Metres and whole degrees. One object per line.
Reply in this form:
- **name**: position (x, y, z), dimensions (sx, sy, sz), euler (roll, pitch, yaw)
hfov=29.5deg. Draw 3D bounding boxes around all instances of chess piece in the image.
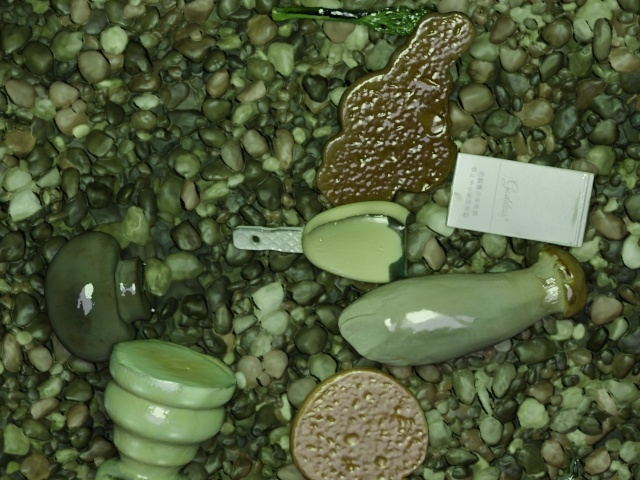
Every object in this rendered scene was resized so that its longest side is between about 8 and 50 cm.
- **chess piece**: position (-0.241, 0.319, 1.691), dimensions (0.182, 0.182, 0.330), euler (15, 100, -2)

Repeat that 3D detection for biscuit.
- **biscuit**: position (0.062, 0.326, 1.746), dimensions (0.202, 0.044, 0.288), euler (-9, 96, -2)
- **biscuit**: position (0.116, -0.174, 1.693), dimensions (0.183, 0.047, 0.319), euler (18, 105, -11)

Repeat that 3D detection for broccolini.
- **broccolini**: position (0.051, -0.309, 1.701), dimensions (0.239, 0.051, 0.054), euler (2, 139, 1)

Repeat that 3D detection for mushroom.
- **mushroom**: position (0.199, 0.096, 1.692), dimensions (0.350, 0.128, 0.128), euler (-16, 94, -3)
- **mushroom**: position (-0.321, 0.086, 1.700), dimensions (0.141, 0.117, 0.188), euler (-9, 99, 12)

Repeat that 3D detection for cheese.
- **cheese**: position (0.000, 0.000, 1.708), dimensions (0.252, 0.054, 0.127), euler (3, 123, 9)

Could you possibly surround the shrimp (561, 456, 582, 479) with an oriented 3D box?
- **shrimp**: position (0.261, 0.440, 1.733), dimensions (0.287, 0.068, 0.185), euler (-17, 107, -7)

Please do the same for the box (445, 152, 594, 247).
- **box**: position (0.282, -0.057, 1.726), dimensions (0.198, 0.029, 0.109), euler (9, 94, 0)
